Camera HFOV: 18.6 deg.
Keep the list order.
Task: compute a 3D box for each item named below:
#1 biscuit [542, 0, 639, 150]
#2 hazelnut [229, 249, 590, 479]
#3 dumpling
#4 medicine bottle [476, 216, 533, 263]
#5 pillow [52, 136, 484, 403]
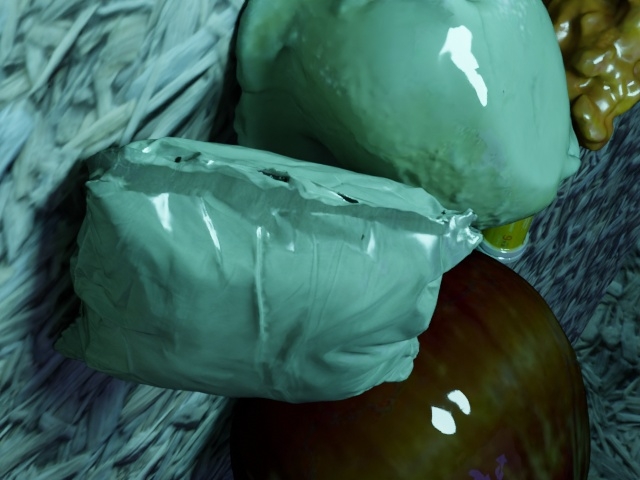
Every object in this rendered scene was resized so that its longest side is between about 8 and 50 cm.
[{"bbox_3d":[0.221,-0.194,1.827,0.318,0.110,0.312,-52,-157,-10],"label":"biscuit"},{"bbox_3d":[0.112,0.196,2.188,0.429,0.402,0.402,-29,152,-45],"label":"hazelnut"},{"bbox_3d":[0.082,-0.114,1.557,0.270,0.320,0.212,-31,-162,-16],"label":"dumpling"},{"bbox_3d":[0.257,-0.062,2.559,0.074,0.074,0.218,-43,160,-34],"label":"medicine bottle"},{"bbox_3d":[-0.049,0.037,1.537,0.283,0.310,0.138,115,-21,-55],"label":"pillow"}]
